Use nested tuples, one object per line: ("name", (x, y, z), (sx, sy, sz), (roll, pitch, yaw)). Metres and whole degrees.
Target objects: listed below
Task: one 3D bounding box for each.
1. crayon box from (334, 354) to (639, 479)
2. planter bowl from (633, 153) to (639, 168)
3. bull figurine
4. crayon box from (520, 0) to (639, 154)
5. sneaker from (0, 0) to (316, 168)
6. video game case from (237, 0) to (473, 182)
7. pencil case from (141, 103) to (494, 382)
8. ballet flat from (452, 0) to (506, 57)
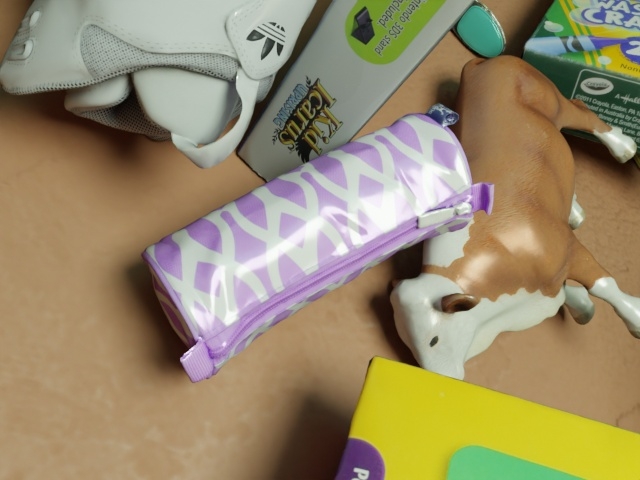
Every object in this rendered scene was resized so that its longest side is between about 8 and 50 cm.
("crayon box", (0.120, 0.249, 0.222), (0.313, 0.106, 0.363), (16, 44, 8))
("planter bowl", (0.450, -0.126, 0.708), (0.217, 0.090, 0.217), (12, 60, -22))
("bull figurine", (0.159, -0.018, 0.493), (0.188, 0.101, 0.310), (27, 58, -18))
("crayon box", (0.348, -0.217, 0.652), (0.203, 0.083, 0.323), (22, 51, 19))
("sneaker", (-0.141, -0.191, 0.385), (0.366, 0.210, 0.137), (29, 9, 29))
("video game case", (0.077, -0.179, 0.439), (0.061, 0.244, 0.269), (41, 54, -5))
("pencil case", (0.000, 0.000, 0.373), (0.206, 0.086, 0.088), (-29, 50, -14))
("ballet flat", (0.143, -0.231, 0.631), (0.114, 0.041, 0.041), (39, 54, -6))
